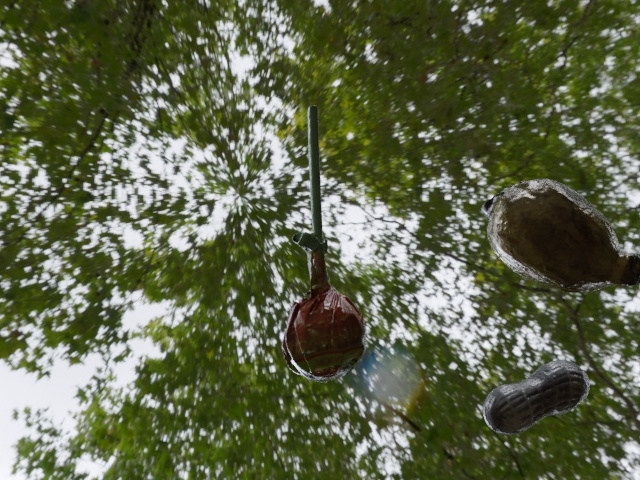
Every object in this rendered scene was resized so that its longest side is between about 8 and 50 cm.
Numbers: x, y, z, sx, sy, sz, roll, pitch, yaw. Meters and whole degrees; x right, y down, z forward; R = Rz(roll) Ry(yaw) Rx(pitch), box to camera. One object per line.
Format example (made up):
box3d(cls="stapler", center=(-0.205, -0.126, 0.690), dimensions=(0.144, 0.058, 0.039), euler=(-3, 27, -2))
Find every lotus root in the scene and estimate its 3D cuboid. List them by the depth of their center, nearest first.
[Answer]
box3d(cls="lotus root", center=(0.299, 0.001, 0.993), dimensions=(0.214, 0.138, 0.138), euler=(37, -91, 34))

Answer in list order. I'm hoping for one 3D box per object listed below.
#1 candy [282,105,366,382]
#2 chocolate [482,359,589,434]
box3d(cls="candy", center=(0.000, 0.000, 0.568), dimensions=(0.060, 0.060, 0.201), euler=(-3, -99, -6))
box3d(cls="chocolate", center=(0.299, 0.216, 1.095), dimensions=(0.167, 0.072, 0.072), euler=(-20, -85, -16))
